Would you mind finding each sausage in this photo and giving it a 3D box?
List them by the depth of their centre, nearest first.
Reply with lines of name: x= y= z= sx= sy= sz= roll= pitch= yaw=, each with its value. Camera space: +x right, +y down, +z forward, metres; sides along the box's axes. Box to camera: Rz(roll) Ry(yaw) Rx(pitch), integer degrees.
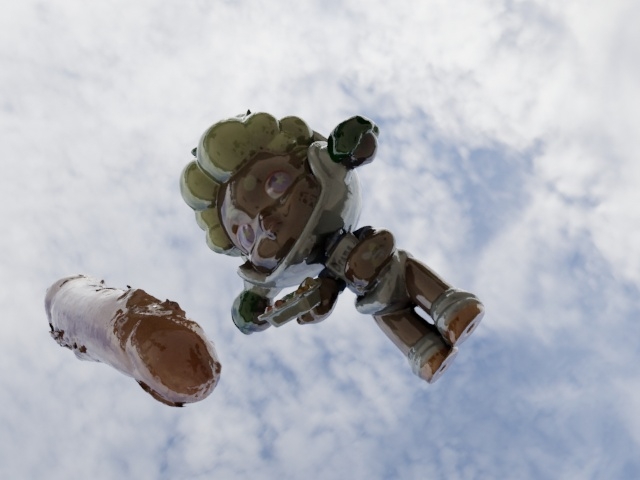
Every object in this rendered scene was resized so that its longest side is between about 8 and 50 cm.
sausage: x=-0.170 y=0.074 z=0.693 sx=0.078 sy=0.304 sz=0.078 roll=-3 pitch=-85 yaw=-32

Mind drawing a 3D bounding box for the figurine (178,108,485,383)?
figurine: x=-0.001 y=0.000 z=0.471 sx=0.197 sy=0.147 sz=0.093 roll=43 pitch=-159 yaw=32
